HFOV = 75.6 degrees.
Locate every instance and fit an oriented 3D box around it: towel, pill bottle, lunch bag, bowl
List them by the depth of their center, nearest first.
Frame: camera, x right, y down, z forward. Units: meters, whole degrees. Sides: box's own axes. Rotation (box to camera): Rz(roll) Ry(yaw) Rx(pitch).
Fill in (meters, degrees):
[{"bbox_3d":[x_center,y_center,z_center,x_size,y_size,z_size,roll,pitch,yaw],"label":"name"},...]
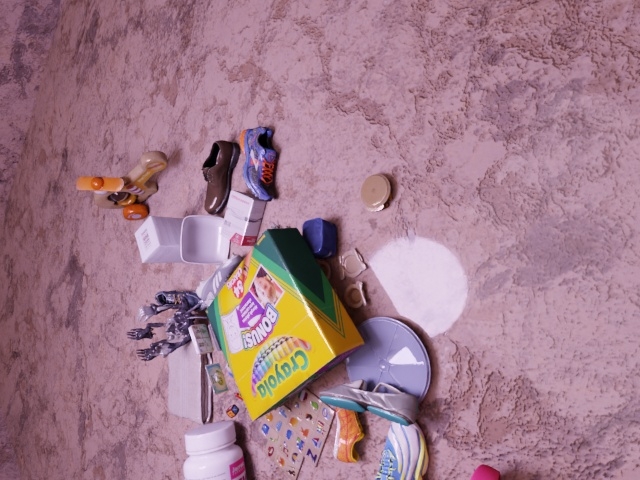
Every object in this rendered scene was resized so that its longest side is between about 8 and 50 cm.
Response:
[{"bbox_3d":[0.000,0.000,0.985,0.067,0.065,0.098,-8,73,41],"label":"lunch bag"},{"bbox_3d":[-0.280,0.653,1.112,0.160,0.160,0.283,-18,77,36],"label":"pill bottle"},{"bbox_3d":[-0.342,-0.002,1.211,0.053,0.142,0.142,1,88,60],"label":"bowl"},{"bbox_3d":[-0.415,0.417,1.297,0.187,0.049,0.282,-5,84,39],"label":"towel"}]

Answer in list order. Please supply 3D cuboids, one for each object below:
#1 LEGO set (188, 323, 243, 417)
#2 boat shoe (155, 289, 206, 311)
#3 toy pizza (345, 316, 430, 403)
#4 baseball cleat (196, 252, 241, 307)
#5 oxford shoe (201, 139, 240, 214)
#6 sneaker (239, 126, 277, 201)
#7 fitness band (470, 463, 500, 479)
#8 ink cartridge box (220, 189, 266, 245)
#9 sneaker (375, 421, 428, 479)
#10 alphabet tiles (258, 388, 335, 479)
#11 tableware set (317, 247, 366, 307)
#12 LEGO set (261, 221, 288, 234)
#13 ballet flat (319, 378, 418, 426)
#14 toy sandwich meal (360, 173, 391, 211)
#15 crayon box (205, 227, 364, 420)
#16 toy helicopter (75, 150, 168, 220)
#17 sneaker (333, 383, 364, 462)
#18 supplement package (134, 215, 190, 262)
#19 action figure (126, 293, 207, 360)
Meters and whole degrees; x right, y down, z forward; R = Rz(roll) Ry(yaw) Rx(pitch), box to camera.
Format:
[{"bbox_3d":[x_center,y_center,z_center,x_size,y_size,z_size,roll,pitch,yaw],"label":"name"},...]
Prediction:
[{"bbox_3d":[-0.246,0.336,1.085,0.060,0.182,0.244,-37,67,23],"label":"LEGO set"},{"bbox_3d":[-0.443,0.192,1.305,0.183,0.083,0.065,0,88,37],"label":"boat shoe"},{"bbox_3d":[0.143,0.265,0.885,0.201,0.032,0.201,-2,87,36],"label":"toy pizza"},{"bbox_3d":[-0.279,0.125,1.204,0.206,0.072,0.109,-40,81,32],"label":"baseball cleat"},{"bbox_3d":[-0.317,-0.187,1.220,0.083,0.096,0.227,21,103,34],"label":"oxford shoe"},{"bbox_3d":[-0.158,-0.211,1.110,0.087,0.083,0.221,-19,79,30],"label":"sneaker"},{"bbox_3d":[0.256,0.521,0.675,0.054,0.209,0.291,8,92,39],"label":"fitness band"},{"bbox_3d":[-0.218,-0.063,1.160,0.099,0.056,0.135,25,103,35],"label":"ink cartridge box"},{"bbox_3d":[0.148,0.478,0.812,0.091,0.126,0.240,-1,88,37],"label":"sneaker"},{"bbox_3d":[-0.072,0.481,1.055,0.198,0.009,0.237,25,104,35],"label":"alphabet tiles"},{"bbox_3d":[0.043,0.104,0.976,0.168,0.020,0.141,-23,74,35],"label":"tableware set"},{"bbox_3d":[-0.117,-0.021,1.107,0.083,0.023,0.054,15,100,24],"label":"LEGO set"},{"bbox_3d":[0.100,0.326,0.856,0.213,0.072,0.068,2,51,32],"label":"ballet flat"},{"bbox_3d":[0.126,-0.106,0.918,0.085,0.029,0.085,-7,79,39],"label":"toy sandwich meal"},{"bbox_3d":[-0.110,0.202,0.980,0.363,0.106,0.313,-49,61,36],"label":"crayon box"},{"bbox_3d":[-0.646,-0.201,1.383,0.355,0.235,0.140,-29,71,33],"label":"toy helicopter"},{"bbox_3d":[0.068,0.409,0.930,0.067,0.064,0.175,1,93,16],"label":"sneaker"},{"bbox_3d":[-0.448,0.000,1.257,0.105,0.179,0.105,-37,66,30],"label":"supplement package"},{"bbox_3d":[-0.466,0.269,1.230,0.275,0.141,0.164,-34,74,28],"label":"action figure"}]
